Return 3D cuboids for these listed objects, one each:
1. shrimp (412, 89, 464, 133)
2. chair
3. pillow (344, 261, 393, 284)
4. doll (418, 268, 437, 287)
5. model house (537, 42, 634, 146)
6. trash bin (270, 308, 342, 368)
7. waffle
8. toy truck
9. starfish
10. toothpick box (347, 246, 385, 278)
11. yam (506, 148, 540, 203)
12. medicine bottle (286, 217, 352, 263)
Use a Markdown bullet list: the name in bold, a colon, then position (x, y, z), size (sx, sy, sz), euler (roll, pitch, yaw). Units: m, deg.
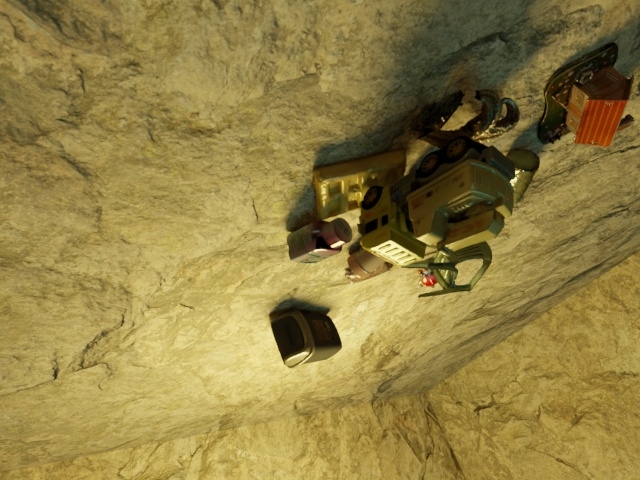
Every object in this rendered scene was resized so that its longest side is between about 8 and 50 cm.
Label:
- **shrimp**: position (0.302, -0.321, 1.100), size (0.091, 0.034, 0.161), euler (8, 138, -38)
- **chair**: position (0.487, 0.087, 1.630), size (0.275, 0.203, 0.190), euler (-3, 130, -19)
- **pillow**: position (0.189, 0.118, 1.636), size (0.185, 0.043, 0.118), euler (-27, 148, 7)
- **doll**: position (0.466, 0.152, 1.831), size (0.104, 0.062, 0.194), euler (-39, 138, -7)
- **model house**: position (0.760, -0.360, 1.203), size (0.207, 0.153, 0.294), euler (-28, 147, 5)
- **trash bin**: position (-0.063, 0.400, 1.744), size (0.182, 0.209, 0.291), euler (-43, 147, 26)
- **waffle**: position (0.114, -0.158, 1.198), size (0.274, 0.057, 0.168), euler (-15, 145, -10)
- **toy truck**: position (0.275, -0.072, 1.059), size (0.181, 0.253, 0.405), euler (30, 144, -28)
- **starfish**: position (0.369, -0.263, 1.111), size (0.303, 0.113, 0.312), euler (-9, 147, -35)
- **toothpick box**: position (0.179, 0.054, 1.492), size (0.149, 0.098, 0.098), euler (-41, 142, 25)
- **yam**: position (0.632, -0.198, 1.397), size (0.108, 0.107, 0.194), euler (-17, 146, -8)
- **medicine bottle**: position (0.000, 0.000, 1.273), size (0.119, 0.094, 0.188), euler (9, 155, -44)
